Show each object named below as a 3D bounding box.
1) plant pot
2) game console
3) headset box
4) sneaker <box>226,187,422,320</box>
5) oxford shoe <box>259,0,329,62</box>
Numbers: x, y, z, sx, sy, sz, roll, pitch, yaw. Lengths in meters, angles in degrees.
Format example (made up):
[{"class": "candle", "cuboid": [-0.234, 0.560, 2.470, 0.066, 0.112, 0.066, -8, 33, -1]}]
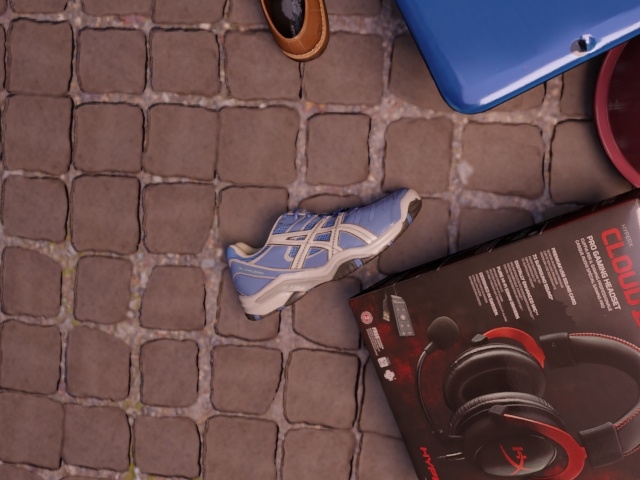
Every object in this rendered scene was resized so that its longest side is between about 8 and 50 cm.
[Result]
[{"class": "plant pot", "cuboid": [0.329, -0.117, 0.613, 0.201, 0.180, 0.201, 2, 98, 17]}, {"class": "game console", "cuboid": [0.193, -0.270, 0.642, 0.293, 0.250, 0.173, -25, 113, 11]}, {"class": "headset box", "cuboid": [0.204, 0.096, 0.660, 0.293, 0.110, 0.218, -21, 90, 27]}, {"class": "sneaker", "cuboid": [0.000, 0.000, 0.743, 0.211, 0.080, 0.081, -29, 91, 9]}, {"class": "oxford shoe", "cuboid": [-0.041, -0.285, 0.736, 0.076, 0.076, 0.212, -18, 88, 13]}]
